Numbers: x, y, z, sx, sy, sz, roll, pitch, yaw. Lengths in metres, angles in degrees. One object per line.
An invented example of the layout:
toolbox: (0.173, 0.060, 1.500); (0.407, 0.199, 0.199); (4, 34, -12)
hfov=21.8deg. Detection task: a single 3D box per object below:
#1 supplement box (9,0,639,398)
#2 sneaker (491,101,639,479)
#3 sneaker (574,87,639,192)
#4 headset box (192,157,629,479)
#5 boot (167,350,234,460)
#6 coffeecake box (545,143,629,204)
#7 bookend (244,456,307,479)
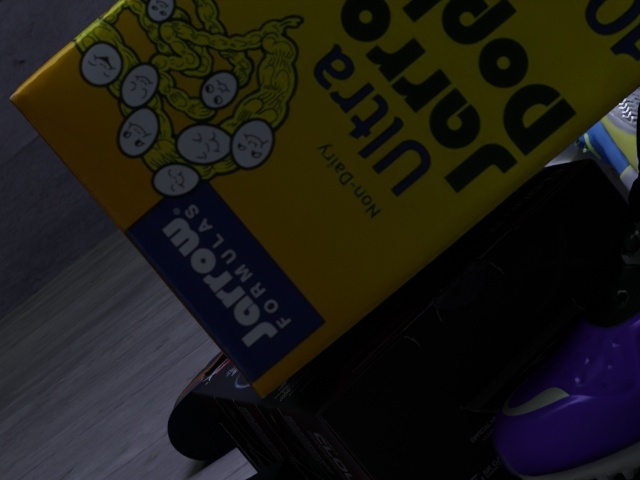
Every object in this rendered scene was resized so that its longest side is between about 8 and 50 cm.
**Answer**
supplement box: (0.048, -0.109, 0.867); (0.356, 0.194, 0.195); (-40, -1, 1)
sneaker: (0.184, -0.007, 0.808); (0.293, 0.146, 0.102); (-37, 11, 7)
sneaker: (0.188, -0.092, 1.106); (0.091, 0.240, 0.126); (5, -32, -30)
headset box: (0.068, 0.066, 0.998); (0.218, 0.110, 0.293); (-42, 11, -17)
boot: (-0.035, 0.083, 1.363); (0.219, 0.082, 0.106); (-38, 13, 16)
coffeecake box: (0.176, -0.045, 1.215); (0.142, 0.068, 0.185); (-25, 17, 48)
bookend: (-0.076, 0.221, 0.932); (0.156, 0.072, 0.157); (-34, 12, 30)
